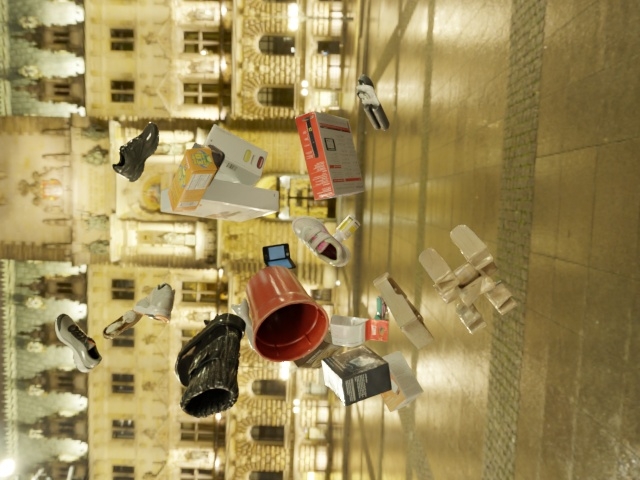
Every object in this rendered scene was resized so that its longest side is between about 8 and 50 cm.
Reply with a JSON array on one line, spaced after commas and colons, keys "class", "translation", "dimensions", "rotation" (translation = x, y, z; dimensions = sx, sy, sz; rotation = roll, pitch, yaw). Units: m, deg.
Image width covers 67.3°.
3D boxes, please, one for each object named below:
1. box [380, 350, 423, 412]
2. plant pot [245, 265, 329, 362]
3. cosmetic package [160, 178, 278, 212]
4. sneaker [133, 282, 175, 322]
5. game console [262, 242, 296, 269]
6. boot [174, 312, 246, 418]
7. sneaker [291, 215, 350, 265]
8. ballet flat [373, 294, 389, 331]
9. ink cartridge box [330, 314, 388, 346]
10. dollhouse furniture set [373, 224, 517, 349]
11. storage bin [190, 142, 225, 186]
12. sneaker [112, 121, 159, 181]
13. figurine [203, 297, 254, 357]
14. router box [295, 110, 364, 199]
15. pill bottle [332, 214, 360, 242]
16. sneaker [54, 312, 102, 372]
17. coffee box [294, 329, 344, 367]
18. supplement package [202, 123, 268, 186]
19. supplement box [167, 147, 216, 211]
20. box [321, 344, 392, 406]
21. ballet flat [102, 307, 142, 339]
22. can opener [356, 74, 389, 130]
[{"class": "box", "translation": [0.276, 0.521, 1.777], "dimensions": [0.170, 0.091, 0.130], "rotation": [60, 143, 28]}, {"class": "plant pot", "translation": [-0.141, 0.243, 1.724], "dimensions": [0.265, 0.272, 0.273], "rotation": [-123, 29, -51]}, {"class": "cosmetic package", "translation": [-0.399, -0.157, 1.923], "dimensions": [0.284, 0.377, 0.098], "rotation": [-14, 75, 46]}, {"class": "sneaker", "translation": [-0.537, 0.201, 1.598], "dimensions": [0.262, 0.099, 0.121], "rotation": [-6, 60, 54]}, {"class": "game console", "translation": [-0.175, 0.071, 2.029], "dimensions": [0.071, 0.122, 0.107], "rotation": [-176, 78, -65]}, {"class": "boot", "translation": [-0.333, 0.392, 1.358], "dimensions": [0.348, 0.131, 0.260], "rotation": [-51, 26, 33]}, {"class": "sneaker", "translation": [0.000, 0.000, 1.730], "dimensions": [0.103, 0.252, 0.111], "rotation": [-54, -4, 8]}, {"class": "ballet flat", "translation": [0.315, 0.378, 2.444], "dimensions": [0.077, 0.079, 0.222], "rotation": [-143, 54, -60]}, {"class": "ink cartridge box", "translation": [0.161, 0.386, 2.004], "dimensions": [0.189, 0.232, 0.066], "rotation": [83, -160, -52]}, {"class": "dollhouse furniture set", "translation": [0.433, 0.161, 1.737], "dimensions": [0.362, 0.394, 0.256], "rotation": [48, -170, -37]}, {"class": "storage bin", "translation": [-0.385, -0.247, 1.560], "dimensions": [0.135, 0.098, 0.091], "rotation": [-58, -22, 9]}, {"class": "sneaker", "translation": [-0.819, -0.405, 2.139], "dimensions": [0.130, 0.109, 0.286], "rotation": [29, -94, -45]}, {"class": "figurine", "translation": [-0.343, 0.366, 1.954], "dimensions": [0.210, 0.214, 0.092], "rotation": [60, -179, 6]}, {"class": "router box", "translation": [0.046, -0.314, 1.810], "dimensions": [0.335, 0.082, 0.301], "rotation": [-17, -85, -65]}, {"class": "pill bottle", "translation": [0.104, -0.044, 1.983], "dimensions": [0.116, 0.065, 0.065], "rotation": [-47, -1, -1]}, {"class": "sneaker", "translation": [-1.019, 0.422, 2.041], "dimensions": [0.272, 0.108, 0.100], "rotation": [60, -163, -6]}, {"class": "coffee box", "translation": [-0.025, 0.493, 2.214], "dimensions": [0.119, 0.168, 0.297], "rotation": [49, -175, 24]}, {"class": "supplement package", "translation": [-0.396, -0.340, 2.094], "dimensions": [0.204, 0.261, 0.145], "rotation": [-38, 34, 51]}, {"class": "supplement box", "translation": [-0.373, -0.170, 1.387], "dimensions": [0.233, 0.080, 0.078], "rotation": [-43, 61, 49]}, {"class": "box", "translation": [0.107, 0.403, 1.452], "dimensions": [0.156, 0.158, 0.093], "rotation": [-159, 58, -66]}, {"class": "ballet flat", "translation": [-0.890, 0.371, 2.167], "dimensions": [0.206, 0.073, 0.067], "rotation": [-41, -12, -15]}, {"class": "can opener", "translation": [0.220, -0.550, 1.947], "dimensions": [0.093, 0.074, 0.280], "rotation": [-66, -31, -16]}]
